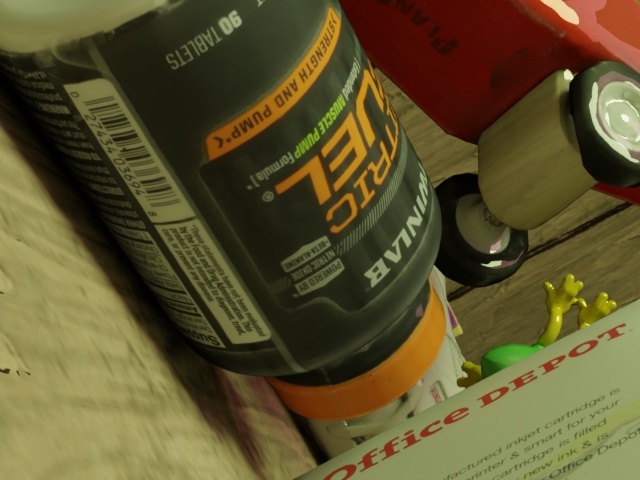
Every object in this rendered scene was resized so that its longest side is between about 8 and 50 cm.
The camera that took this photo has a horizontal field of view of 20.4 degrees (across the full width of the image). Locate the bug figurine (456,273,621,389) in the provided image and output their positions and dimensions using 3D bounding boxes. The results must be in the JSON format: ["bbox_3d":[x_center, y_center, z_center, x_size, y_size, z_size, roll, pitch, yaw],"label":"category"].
[{"bbox_3d":[0.135,0.150,0.900,0.216,0.279,0.072,32,30,-11],"label":"bug figurine"}]

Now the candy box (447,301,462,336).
[{"bbox_3d":[0.000,0.000,1.133,0.187,0.109,0.053,62,3,-9],"label":"candy box"}]

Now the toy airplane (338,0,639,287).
[{"bbox_3d":[0.038,-0.196,0.897,0.272,0.386,0.384,-56,146,-39],"label":"toy airplane"}]

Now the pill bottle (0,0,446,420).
[{"bbox_3d":[-0.030,-0.033,0.741,0.246,0.130,0.130,60,4,-37],"label":"pill bottle"}]

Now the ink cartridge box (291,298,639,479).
[{"bbox_3d":[0.120,0.183,0.707,0.197,0.198,0.270,61,4,-17],"label":"ink cartridge box"}]

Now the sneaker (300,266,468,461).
[{"bbox_3d":[0.052,0.102,1.037,0.305,0.114,0.152,58,7,-44],"label":"sneaker"}]
